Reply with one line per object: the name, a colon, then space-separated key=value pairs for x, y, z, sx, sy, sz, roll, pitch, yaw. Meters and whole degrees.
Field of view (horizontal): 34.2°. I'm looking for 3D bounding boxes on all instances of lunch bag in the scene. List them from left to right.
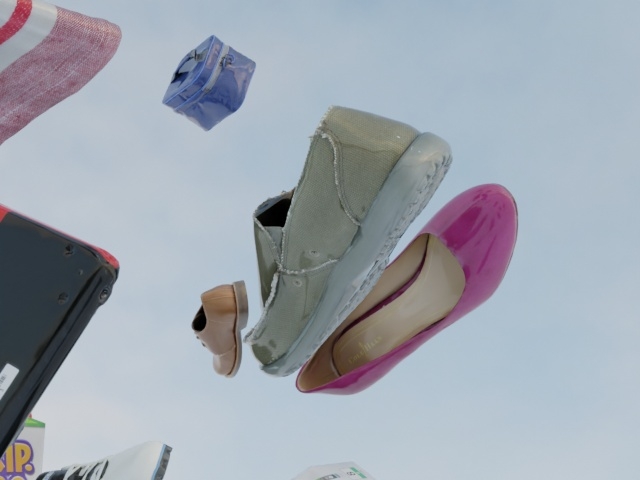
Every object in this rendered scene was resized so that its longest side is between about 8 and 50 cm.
lunch bag: x=-0.116 y=-0.163 z=1.061 sx=0.065 sy=0.067 sz=0.098 roll=29 pitch=-30 yaw=-24

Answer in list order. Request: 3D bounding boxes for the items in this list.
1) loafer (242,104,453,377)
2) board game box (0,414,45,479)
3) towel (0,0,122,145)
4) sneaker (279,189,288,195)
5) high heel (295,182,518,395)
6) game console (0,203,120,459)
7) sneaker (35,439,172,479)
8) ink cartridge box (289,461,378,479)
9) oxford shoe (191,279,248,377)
loafer: x=0.000 y=0.000 z=0.695 sx=0.087 sy=0.094 sz=0.251 roll=39 pitch=-45 yaw=7
board game box: x=-0.357 y=0.281 z=1.115 sx=0.039 sy=0.259 sz=0.124 roll=-25 pitch=-38 yaw=25
towel: x=-0.330 y=-0.113 z=0.709 sx=0.237 sy=0.037 sz=0.329 roll=-32 pitch=-23 yaw=32
sneaker: x=-0.027 y=0.005 z=1.682 sx=0.088 sy=0.225 sz=0.093 roll=24 pitch=-75 yaw=-27
high heel: x=0.107 y=0.078 z=1.319 sx=0.181 sy=0.127 sz=0.377 roll=-21 pitch=-30 yaw=-41
game console: x=-0.419 y=0.125 z=1.048 sx=0.342 sy=0.387 sz=0.060 roll=22 pitch=-17 yaw=27
sneaker: x=-0.212 y=0.235 z=0.948 sx=0.086 sy=0.085 sz=0.237 roll=35 pitch=-45 yaw=-17
ink cartridge box: x=0.017 y=0.351 z=1.310 sx=0.224 sy=0.181 sz=0.056 roll=7 pitch=-73 yaw=-45
oxford shoe: x=-0.148 y=0.129 z=1.494 sx=0.076 sy=0.076 sz=0.212 roll=-7 pitch=-39 yaw=-13
